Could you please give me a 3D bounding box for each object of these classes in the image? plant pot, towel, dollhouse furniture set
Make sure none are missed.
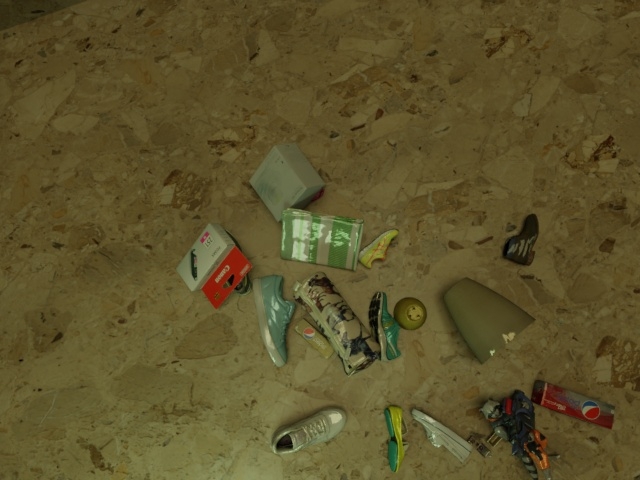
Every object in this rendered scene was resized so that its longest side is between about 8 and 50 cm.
[{"bbox_3d":[0.611,0.283,1.535,0.256,0.256,0.274,-38,64,-6],"label":"plant pot"},{"bbox_3d":[0.000,0.000,1.618,0.325,0.038,0.247,9,122,6],"label":"towel"},{"bbox_3d":[0.364,0.289,1.598,0.134,0.095,0.134,0,78,2],"label":"plant pot"},{"bbox_3d":[0.631,0.750,1.503,0.114,0.081,0.091,-44,81,-7],"label":"dollhouse furniture set"}]

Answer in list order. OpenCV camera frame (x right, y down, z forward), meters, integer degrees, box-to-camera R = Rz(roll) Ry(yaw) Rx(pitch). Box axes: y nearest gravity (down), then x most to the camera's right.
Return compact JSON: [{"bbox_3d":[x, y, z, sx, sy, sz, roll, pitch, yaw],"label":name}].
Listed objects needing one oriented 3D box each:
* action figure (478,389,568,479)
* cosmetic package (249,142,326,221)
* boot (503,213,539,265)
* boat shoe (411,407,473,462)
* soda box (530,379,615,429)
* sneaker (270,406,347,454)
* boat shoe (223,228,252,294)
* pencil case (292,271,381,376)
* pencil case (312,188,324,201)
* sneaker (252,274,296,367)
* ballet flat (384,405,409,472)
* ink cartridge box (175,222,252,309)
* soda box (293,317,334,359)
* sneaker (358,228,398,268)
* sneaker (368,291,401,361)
[{"bbox_3d":[0.707,0.719,1.437,0.330,0.341,0.178,47,122,17],"label":"action figure"},{"bbox_3d":[-0.139,-0.237,1.644,0.224,0.138,0.224,53,129,10],"label":"cosmetic package"},{"bbox_3d":[0.823,-0.013,1.651,0.106,0.082,0.219,11,81,1],"label":"boot"},{"bbox_3d":[0.446,0.733,1.507,0.258,0.095,0.084,33,77,9],"label":"boat shoe"},{"bbox_3d":[0.950,0.618,1.519,0.264,0.083,0.092,18,79,6],"label":"soda box"},{"bbox_3d":[-0.041,0.722,1.496,0.305,0.152,0.114,-22,77,-4],"label":"sneaker"},{"bbox_3d":[-0.371,0.082,1.666,0.109,0.091,0.304,-24,79,-3],"label":"boat shoe"},{"bbox_3d":[0.056,0.313,1.544,0.160,0.184,0.410,-44,71,18],"label":"pencil case"},{"bbox_3d":[-0.068,-0.270,1.724,0.095,0.098,0.209,-33,80,-5],"label":"pencil case"},{"bbox_3d":[-0.162,0.307,1.593,0.150,0.135,0.365,-16,79,2],"label":"sneaker"},{"bbox_3d":[0.296,0.749,1.523,0.077,0.077,0.230,-1,76,-15],"label":"ballet flat"},{"bbox_3d":[-0.432,0.108,1.608,0.239,0.060,0.275,48,112,18],"label":"ink cartridge box"},{"bbox_3d":[-0.021,0.392,1.609,0.181,0.058,0.061,40,82,8],"label":"soda box"},{"bbox_3d":[0.250,0.035,1.666,0.208,0.081,0.094,-41,80,5],"label":"sneaker"},{"bbox_3d":[0.259,0.339,1.604,0.110,0.107,0.275,-5,85,-15],"label":"sneaker"}]
